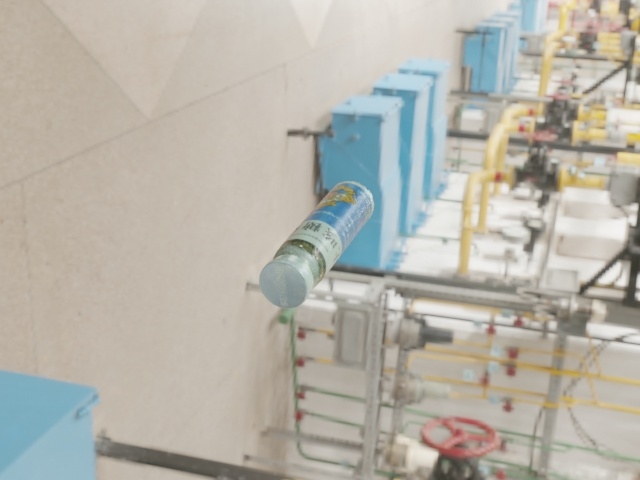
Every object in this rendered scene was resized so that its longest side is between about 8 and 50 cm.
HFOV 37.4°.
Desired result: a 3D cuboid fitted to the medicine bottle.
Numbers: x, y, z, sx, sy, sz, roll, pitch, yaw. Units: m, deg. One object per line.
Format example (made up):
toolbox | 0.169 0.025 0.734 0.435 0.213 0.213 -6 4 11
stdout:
medicine bottle | 0.000 0.000 0.897 0.191 0.051 0.051 -52 146 -57
